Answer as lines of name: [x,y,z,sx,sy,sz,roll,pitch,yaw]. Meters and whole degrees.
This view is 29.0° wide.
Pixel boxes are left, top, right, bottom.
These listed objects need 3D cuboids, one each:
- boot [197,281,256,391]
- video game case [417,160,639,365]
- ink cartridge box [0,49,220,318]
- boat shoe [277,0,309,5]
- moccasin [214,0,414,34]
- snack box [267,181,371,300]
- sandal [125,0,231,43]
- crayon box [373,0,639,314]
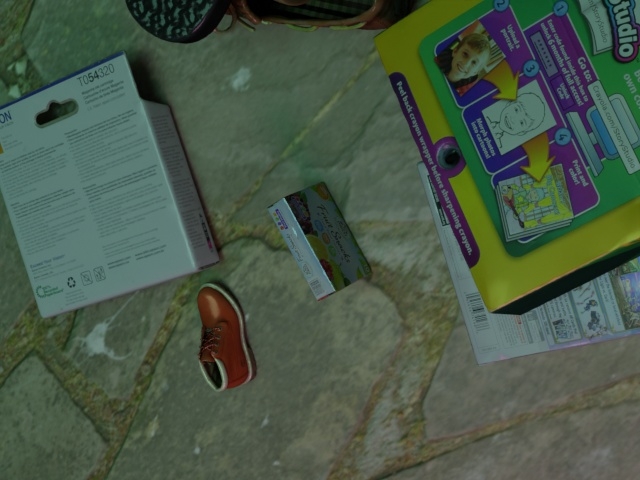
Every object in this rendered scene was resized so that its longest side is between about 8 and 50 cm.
boot: [-0.148,0.139,1.777,0.059,0.084,0.158,-19,91,34]
video game case: [0.271,-0.001,1.506,0.244,0.061,0.270,-15,95,32]
ink cartridge box: [-0.334,-0.077,1.838,0.324,0.071,0.330,-16,91,33]
boat shoe: [0.033,-0.374,1.441,0.098,0.302,0.109,27,148,49]
moccasin: [-0.072,-0.329,1.570,0.380,0.147,0.139,21,112,24]
snack box: [0.000,0.000,1.642,0.037,0.100,0.141,-30,88,33]
sandal: [-0.083,-0.437,1.472,0.167,0.107,0.446,43,113,12]
crayon box: [0.267,-0.145,1.380,0.313,0.106,0.363,-29,72,26]
